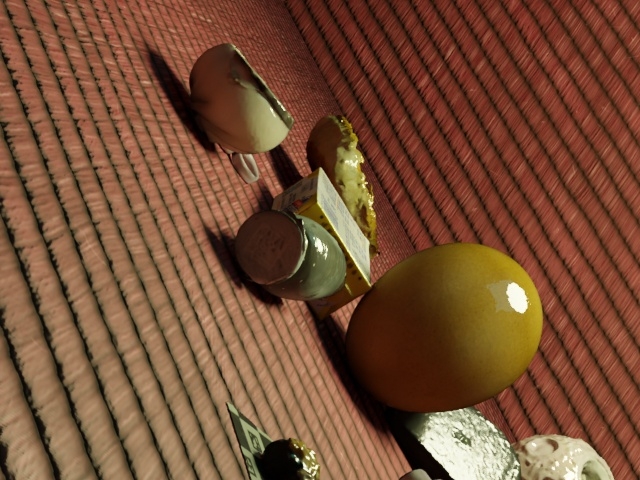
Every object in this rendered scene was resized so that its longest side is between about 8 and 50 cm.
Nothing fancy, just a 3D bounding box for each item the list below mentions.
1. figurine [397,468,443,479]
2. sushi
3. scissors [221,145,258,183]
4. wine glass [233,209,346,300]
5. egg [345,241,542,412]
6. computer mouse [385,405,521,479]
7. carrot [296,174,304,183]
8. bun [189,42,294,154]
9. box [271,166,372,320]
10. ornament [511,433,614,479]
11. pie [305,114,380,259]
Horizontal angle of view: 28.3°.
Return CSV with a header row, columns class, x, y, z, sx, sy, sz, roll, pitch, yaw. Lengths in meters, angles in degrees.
class,x,y,z,sx,sy,sz,roll,pitch,yaw
figurine,0.194,0.410,1.651,0.194,0.133,0.274,42,11,-16
sushi,0.000,0.268,1.248,0.192,0.050,0.215,50,13,-48
scissors,-0.134,-0.176,2.045,0.118,0.030,0.242,58,11,-21
wine glass,-0.035,0.023,1.667,0.111,0.111,0.204,62,11,16
egg,0.188,0.137,1.939,0.250,0.322,0.250,44,-33,39
computer mouse,0.206,0.337,2.042,0.295,0.087,0.168,47,39,-1
carrot,-0.019,-0.074,2.343,0.057,0.057,0.224,56,4,-22
bun,-0.128,-0.197,1.856,0.173,0.120,0.173,53,4,-5
box,0.000,0.000,2.004,0.168,0.097,0.265,58,9,-14
ornament,0.402,0.478,2.265,0.259,0.225,0.259,31,48,-42
pie,0.042,-0.083,2.384,0.315,0.092,0.315,166,-90,-85
